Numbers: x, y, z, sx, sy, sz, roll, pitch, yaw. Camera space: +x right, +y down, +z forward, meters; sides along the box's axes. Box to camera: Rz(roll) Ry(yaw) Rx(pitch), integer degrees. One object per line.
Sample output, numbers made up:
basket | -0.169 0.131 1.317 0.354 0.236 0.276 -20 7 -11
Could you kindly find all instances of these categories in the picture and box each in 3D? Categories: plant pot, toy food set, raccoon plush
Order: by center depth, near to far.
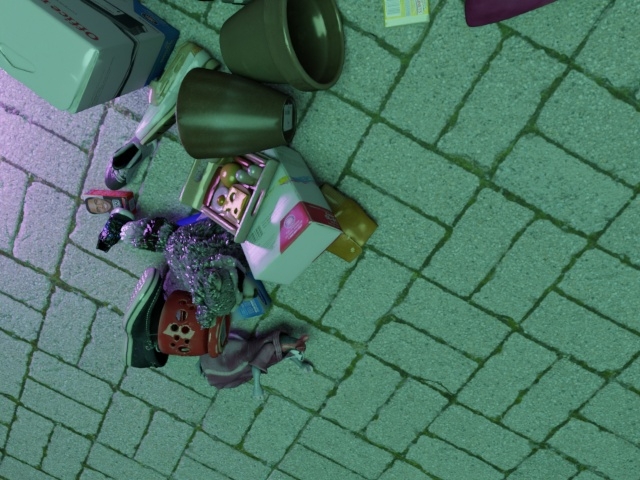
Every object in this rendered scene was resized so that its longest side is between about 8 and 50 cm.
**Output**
plant pot | -0.101 -0.462 1.243 0.229 0.263 0.262 -3 116 32
plant pot | -0.180 -0.289 1.252 0.231 0.215 0.215 7 117 16
toy food set | -0.248 -0.146 1.378 0.092 0.306 0.219 17 101 -45
raccoon plush | -0.375 0.089 1.430 0.447 0.299 0.216 -1 116 13
plant pot | -0.361 0.249 1.579 0.174 0.191 0.191 7 117 3

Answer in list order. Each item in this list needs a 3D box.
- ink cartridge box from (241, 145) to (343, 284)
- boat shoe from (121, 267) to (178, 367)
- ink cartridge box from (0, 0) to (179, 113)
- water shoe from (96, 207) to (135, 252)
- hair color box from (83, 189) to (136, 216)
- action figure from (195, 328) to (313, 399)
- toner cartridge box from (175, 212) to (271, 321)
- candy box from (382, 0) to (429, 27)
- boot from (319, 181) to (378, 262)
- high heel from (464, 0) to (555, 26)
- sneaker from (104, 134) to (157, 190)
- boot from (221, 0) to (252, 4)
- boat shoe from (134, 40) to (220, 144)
ink cartridge box | -0.108 -0.073 1.381 0.131 0.306 0.226 17 127 -45
boat shoe | -0.515 0.253 1.656 0.156 0.186 0.500 17 138 -7
ink cartridge box | -0.547 -0.471 1.220 0.286 0.395 0.166 35 118 -7
water shoe | -0.611 -0.024 1.600 0.073 0.080 0.203 26 142 -23
hair color box | -0.632 -0.111 1.612 0.141 0.043 0.071 3 118 10
action figure | -0.190 0.350 1.702 0.370 0.248 0.275 -27 81 23
toner cartridge box | -0.298 0.081 1.623 0.165 0.075 0.347 -17 112 20
candy box | 0.190 -0.599 1.219 0.105 0.027 0.205 -4 115 10
boot | 0.001 -0.001 1.508 0.211 0.104 0.295 43 112 -10
high heel | 0.511 -0.543 1.165 0.378 0.127 0.181 8 146 3
sneaker | -0.561 -0.211 1.499 0.086 0.132 0.229 42 116 -10
boot | -0.249 -0.678 1.246 0.263 0.091 0.228 8 112 3
boat shoe | -0.394 -0.383 1.401 0.103 0.113 0.302 44 105 -10
